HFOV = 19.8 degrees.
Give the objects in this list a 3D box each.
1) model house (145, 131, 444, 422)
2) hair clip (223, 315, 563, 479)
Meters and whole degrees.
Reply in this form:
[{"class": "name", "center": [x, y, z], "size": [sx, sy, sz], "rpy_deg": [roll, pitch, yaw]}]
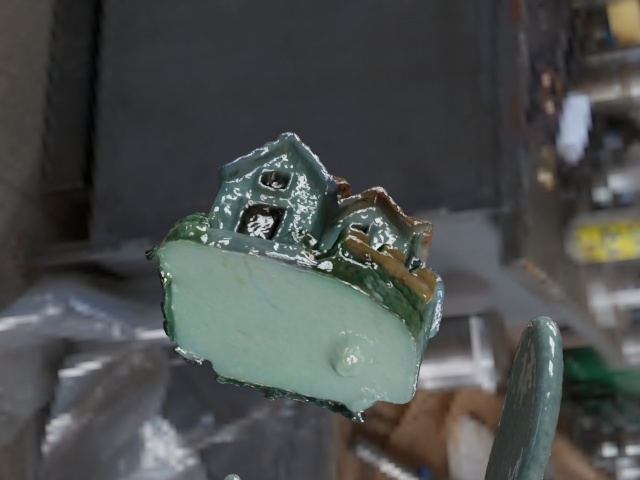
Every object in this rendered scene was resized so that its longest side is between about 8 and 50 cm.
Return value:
[{"class": "model house", "center": [0.000, 0.000, 1.005], "size": [0.119, 0.148, 0.148], "rpy_deg": [88, 16, -47]}, {"class": "hair clip", "center": [0.041, 0.281, 1.214], "size": [0.318, 0.238, 0.392], "rpy_deg": [109, -23, -51]}]
